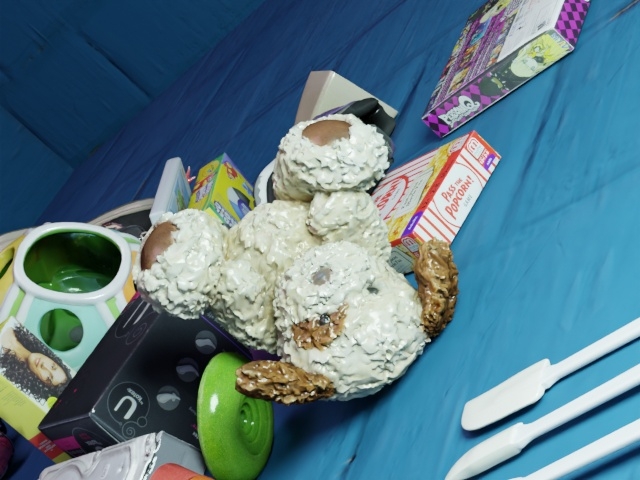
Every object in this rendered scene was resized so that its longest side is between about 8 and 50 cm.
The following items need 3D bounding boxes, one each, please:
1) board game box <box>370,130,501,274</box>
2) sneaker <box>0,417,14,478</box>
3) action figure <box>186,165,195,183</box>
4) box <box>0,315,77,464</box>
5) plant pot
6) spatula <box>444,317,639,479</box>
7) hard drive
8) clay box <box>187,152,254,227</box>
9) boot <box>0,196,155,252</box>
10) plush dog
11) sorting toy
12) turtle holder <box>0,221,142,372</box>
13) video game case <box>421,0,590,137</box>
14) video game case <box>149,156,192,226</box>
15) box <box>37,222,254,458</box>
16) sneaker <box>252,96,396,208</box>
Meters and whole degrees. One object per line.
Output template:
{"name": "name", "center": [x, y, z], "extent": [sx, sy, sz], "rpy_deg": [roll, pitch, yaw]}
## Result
{"name": "board game box", "center": [0.086, -0.023, 1.384], "extent": [0.193, 0.045, 0.147], "rpy_deg": [-25, 27, 55]}
{"name": "sneaker", "center": [-0.547, 0.312, 2.116], "extent": [0.112, 0.121, 0.299], "rpy_deg": [-32, 13, -27]}
{"name": "action figure", "center": [-0.238, -0.001, 2.089], "extent": [0.280, 0.091, 0.139], "rpy_deg": [-37, 28, 33]}
{"name": "box", "center": [-0.298, 0.197, 1.516], "extent": [0.058, 0.232, 0.087], "rpy_deg": [-34, 21, 31]}
{"name": "plant pot", "center": [0.022, -0.159, 1.788], "extent": [0.096, 0.109, 0.109], "rpy_deg": [-61, 17, -2]}
{"name": "spatula", "center": [0.170, 0.118, 0.889], "extent": [0.242, 0.019, 0.168], "rpy_deg": [-34, 15, 36]}
{"name": "hard drive", "center": [-0.242, 0.320, 1.289], "extent": [0.339, 0.064, 0.237], "rpy_deg": [-25, 40, 56]}
{"name": "clay box", "center": [-0.115, -0.017, 1.741], "extent": [0.053, 0.127, 0.222], "rpy_deg": [-34, 20, 16]}
{"name": "boot", "center": [-0.288, 0.093, 1.863], "extent": [0.377, 0.138, 0.284], "rpy_deg": [-9, 50, -7]}
{"name": "plush dog", "center": [-0.003, 0.052, 1.191], "extent": [0.262, 0.211, 0.225], "rpy_deg": [-34, 50, -10]}
{"name": "sorting toy", "center": [-0.040, 0.175, 1.200], "extent": [0.126, 0.127, 0.365], "rpy_deg": [-6, 31, 22]}
{"name": "turtle holder", "center": [-0.327, 0.077, 1.644], "extent": [0.243, 0.320, 0.227], "rpy_deg": [-52, -18, -33]}
{"name": "video game case", "center": [0.229, -0.244, 1.548], "extent": [0.210, 0.042, 0.232], "rpy_deg": [-33, 21, 41]}
{"name": "video game case", "center": [-0.173, 0.013, 1.734], "extent": [0.023, 0.193, 0.212], "rpy_deg": [-15, 21, 6]}
{"name": "box", "center": [-0.159, 0.135, 1.466], "extent": [0.165, 0.143, 0.270], "rpy_deg": [-23, 29, 56]}
{"name": "sneaker", "center": [0.014, -0.075, 1.434], "extent": [0.124, 0.107, 0.283], "rpy_deg": [-29, 25, 25]}
